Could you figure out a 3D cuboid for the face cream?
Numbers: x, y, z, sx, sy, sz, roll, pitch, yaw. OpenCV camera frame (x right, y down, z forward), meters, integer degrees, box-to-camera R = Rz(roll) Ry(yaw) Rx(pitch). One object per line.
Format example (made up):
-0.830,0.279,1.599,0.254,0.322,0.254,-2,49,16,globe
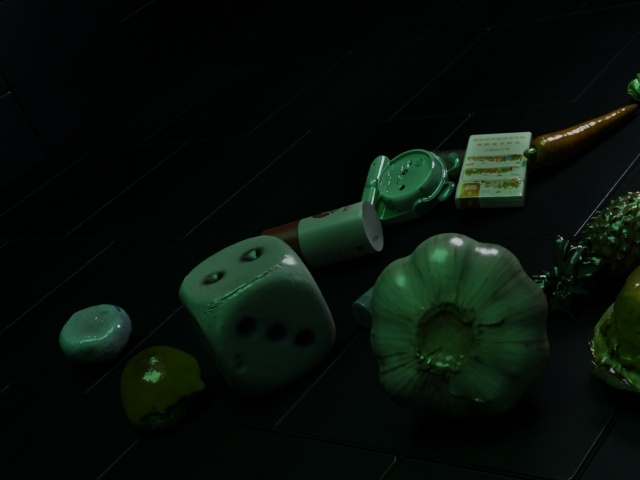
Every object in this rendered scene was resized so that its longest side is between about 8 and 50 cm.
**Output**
0.000,0.000,1.960,0.214,0.095,0.096,-16,25,22,face cream

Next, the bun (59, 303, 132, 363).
-0.420,0.185,2.012,0.141,0.083,0.141,-13,32,8,bun

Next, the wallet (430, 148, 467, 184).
0.224,-0.138,2.105,0.243,0.039,0.133,-3,26,42,wallet

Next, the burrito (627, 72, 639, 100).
0.659,-0.267,1.926,0.104,0.054,0.288,-38,28,-21,burrito

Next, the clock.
0.173,-0.110,2.009,0.189,0.060,0.148,-13,45,32,clock

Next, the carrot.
0.485,-0.192,1.953,0.257,0.061,0.061,-22,22,-16,carrot

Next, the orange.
-0.264,0.231,1.736,0.170,0.112,0.160,-20,22,42,orange

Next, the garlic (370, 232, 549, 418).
0.198,0.105,1.430,0.245,0.245,0.253,-15,2,23,garlic

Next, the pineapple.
0.382,0.033,1.518,0.251,0.125,0.125,-31,24,1,pineapple

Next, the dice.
-0.101,0.117,1.698,0.192,0.193,0.194,-29,25,-11,dice

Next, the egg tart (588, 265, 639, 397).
0.463,0.084,1.309,0.295,0.116,0.295,-19,26,10,egg tart

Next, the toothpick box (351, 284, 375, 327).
0.095,0.098,1.718,0.083,0.052,0.052,-38,27,-29,toothpick box

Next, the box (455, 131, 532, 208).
0.319,-0.130,1.950,0.122,0.032,0.220,-1,36,17,box
